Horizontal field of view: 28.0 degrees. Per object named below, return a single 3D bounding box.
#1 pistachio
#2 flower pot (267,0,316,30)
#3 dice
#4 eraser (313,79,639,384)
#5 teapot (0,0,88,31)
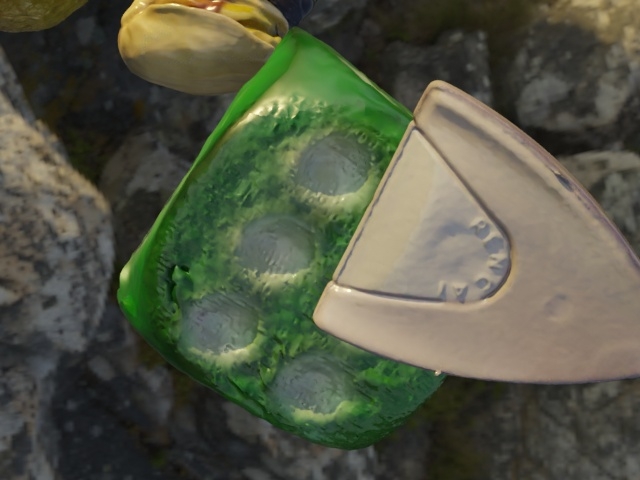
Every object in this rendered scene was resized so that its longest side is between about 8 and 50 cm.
[{"bbox_3d":[-0.134,-0.233,1.486,0.145,0.201,0.117,85,11,-53],"label":"pistachio"},{"bbox_3d":[-0.168,-0.416,1.875,0.267,0.267,0.266,50,51,-28],"label":"flower pot"},{"bbox_3d":[0.000,0.000,1.201,0.287,0.300,0.297,36,97,-8],"label":"dice"},{"bbox_3d":[0.142,0.025,0.935,0.243,0.204,0.059,27,17,-1],"label":"eraser"},{"bbox_3d":[-0.253,-0.299,1.199,0.311,0.167,0.203,-85,172,-76],"label":"teapot"}]
